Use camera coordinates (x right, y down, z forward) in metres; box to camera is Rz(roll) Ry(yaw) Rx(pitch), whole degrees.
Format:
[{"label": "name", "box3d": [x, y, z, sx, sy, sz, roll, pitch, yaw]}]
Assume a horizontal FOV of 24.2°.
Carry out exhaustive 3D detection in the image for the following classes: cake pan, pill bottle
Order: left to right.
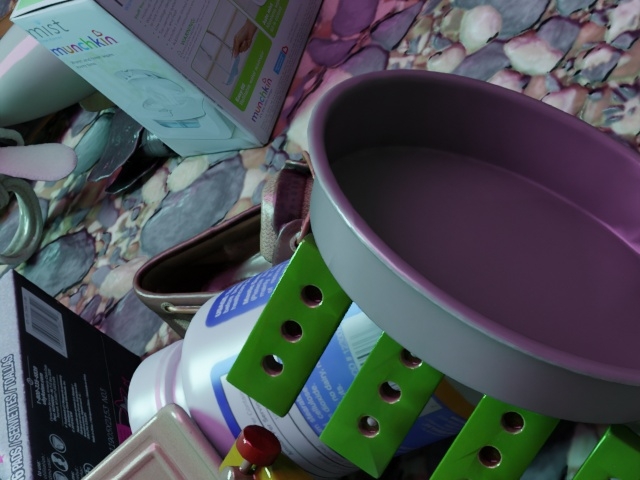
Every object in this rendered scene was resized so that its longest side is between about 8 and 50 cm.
[{"label": "pill bottle", "box3d": [0.003, 0.085, 1.017, 0.272, 0.152, 0.152, -25, 44, 32]}, {"label": "cake pan", "box3d": [0.121, 0.001, 0.881, 0.293, 0.293, 0.054, -110, 37, -49]}]

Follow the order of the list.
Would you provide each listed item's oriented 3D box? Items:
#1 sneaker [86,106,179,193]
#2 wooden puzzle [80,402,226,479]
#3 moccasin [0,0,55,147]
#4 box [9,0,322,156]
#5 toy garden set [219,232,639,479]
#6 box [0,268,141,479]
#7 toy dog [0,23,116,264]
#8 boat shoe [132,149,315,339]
[{"label": "sneaker", "box3d": [-0.167, -0.128, 1.463, 0.089, 0.051, 0.170, -9, 57, 37]}, {"label": "wooden puzzle", "box3d": [-0.110, 0.261, 0.998, 0.239, 0.044, 0.221, -43, 76, 15]}, {"label": "moccasin", "box3d": [-0.383, -0.148, 1.618, 0.380, 0.139, 0.147, -52, 26, -13]}, {"label": "box", "box3d": [-0.118, -0.249, 1.362, 0.127, 0.231, 0.262, -6, 57, 44]}, {"label": "toy garden set", "box3d": [0.055, 0.136, 0.893, 0.203, 0.244, 0.049, -61, -9, 25]}, {"label": "box", "box3d": [-0.231, 0.175, 1.180, 0.142, 0.163, 0.247, -39, 38, 15]}, {"label": "toy dog", "box3d": [-0.277, -0.145, 1.449, 0.161, 0.220, 0.333, 0, 60, 50]}, {"label": "boat shoe", "box3d": [0.000, 0.000, 1.114, 0.342, 0.123, 0.123, -20, 47, 36]}]
